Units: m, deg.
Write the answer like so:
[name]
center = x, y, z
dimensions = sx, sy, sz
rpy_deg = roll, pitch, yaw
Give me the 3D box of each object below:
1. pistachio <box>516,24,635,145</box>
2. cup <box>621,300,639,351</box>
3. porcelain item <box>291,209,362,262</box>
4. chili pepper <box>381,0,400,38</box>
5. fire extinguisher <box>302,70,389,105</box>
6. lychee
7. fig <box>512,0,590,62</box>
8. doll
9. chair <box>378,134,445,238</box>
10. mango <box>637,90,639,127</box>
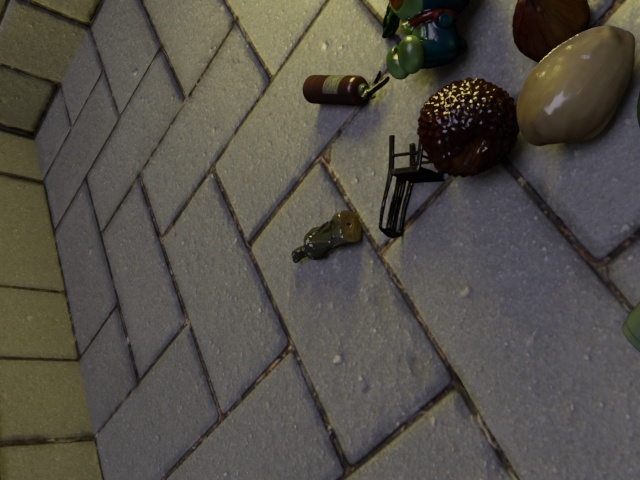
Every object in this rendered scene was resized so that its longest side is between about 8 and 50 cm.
[pistachio]
center = 0.424, -0.250, 1.025
dimensions = 0.152, 0.126, 0.223
rpy_deg = 42, 107, 3
[cup]
center = 0.509, 0.101, 0.879
dimensions = 0.120, 0.120, 0.141
rpy_deg = 55, 133, 38
[porcelain item]
center = 0.000, 0.000, 1.459
dimensions = 0.215, 0.069, 0.081
rpy_deg = -27, 67, 45
[chili pepper]
center = 0.165, -0.611, 1.422
dimensions = 0.122, 0.065, 0.279
rpy_deg = -18, 72, 38
[fire extinguisher]
center = 0.062, -0.369, 1.476
dimensions = 0.231, 0.071, 0.099
rpy_deg = 14, 63, 46
[lychee]
center = 0.270, -0.216, 1.153
dimensions = 0.188, 0.188, 0.188
rpy_deg = -13, 72, 44
[fig]
center = 0.379, -0.396, 1.060
dimensions = 0.133, 0.201, 0.146
rpy_deg = -21, 72, 31
[doll]
center = 0.220, -0.495, 1.259
dimensions = 0.198, 0.186, 0.322
rpy_deg = -142, 49, -75
[chair]
center = 0.189, -0.110, 1.271
dimensions = 0.101, 0.084, 0.213
rpy_deg = 0, 81, 50
[mango]
center = 0.543, -0.225, 0.928
dimensions = 0.122, 0.085, 0.191
rpy_deg = -2, 80, 49
